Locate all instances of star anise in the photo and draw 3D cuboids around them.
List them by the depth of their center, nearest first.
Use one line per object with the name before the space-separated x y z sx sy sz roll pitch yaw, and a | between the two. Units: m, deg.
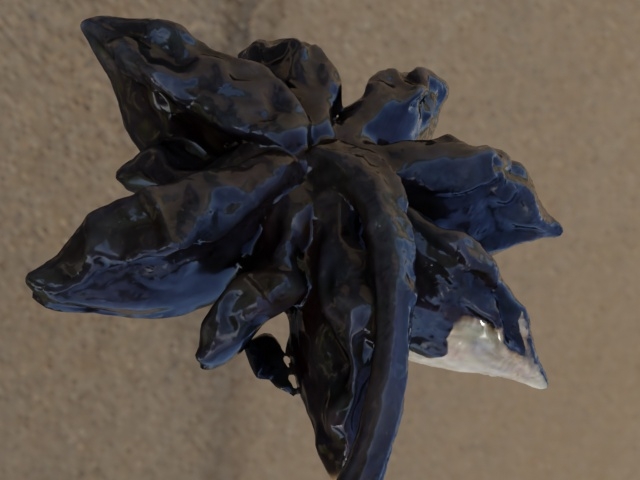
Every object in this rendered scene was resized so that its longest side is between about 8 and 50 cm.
star anise | 0.000 0.000 0.648 0.209 0.231 0.089 -18 146 -27
